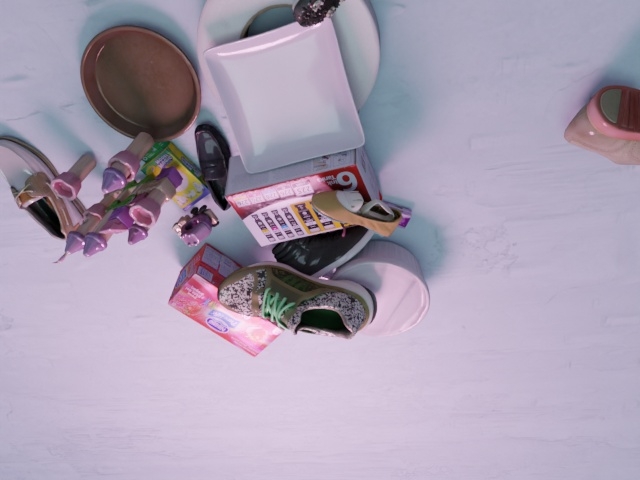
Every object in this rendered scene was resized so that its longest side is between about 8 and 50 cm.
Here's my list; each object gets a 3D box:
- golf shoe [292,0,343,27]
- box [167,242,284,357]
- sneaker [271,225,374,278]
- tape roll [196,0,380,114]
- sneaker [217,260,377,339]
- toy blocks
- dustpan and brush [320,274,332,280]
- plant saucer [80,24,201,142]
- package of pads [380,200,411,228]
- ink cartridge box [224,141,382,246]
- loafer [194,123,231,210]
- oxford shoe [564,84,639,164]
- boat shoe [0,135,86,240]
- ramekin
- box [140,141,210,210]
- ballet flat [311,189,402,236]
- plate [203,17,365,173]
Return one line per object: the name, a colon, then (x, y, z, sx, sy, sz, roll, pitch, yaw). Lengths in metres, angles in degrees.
golf shoe: (0.013, -0.503, 1.082, 0.120, 0.273, 0.105, 33, 163, 4)
box: (-0.251, 0.167, 1.665, 0.299, 0.154, 0.142, 36, 118, -21)
sneaker: (0.000, 0.000, 1.542, 0.295, 0.104, 0.147, -34, 101, 16)
tape roll: (-0.064, -0.400, 1.260, 0.391, 0.072, 0.392, 3, 128, 4)
sneaker: (-0.072, 0.159, 1.463, 0.409, 0.182, 0.158, 6, 107, 11)
toy blocks: (-0.471, -0.045, 1.427, 0.288, 0.260, 0.309, -11, 129, 33)
dustpan and brush: (-0.065, 0.116, 1.663, 0.211, 0.060, 0.147, 39, 122, -21)
plant saucer: (-0.404, -0.354, 1.358, 0.277, 0.041, 0.278, 4, 128, 5)
package of pads: (0.185, -0.064, 1.512, 0.083, 0.032, 0.050, 17, 130, -6)
ink cartridge box: (-0.023, -0.101, 1.409, 0.309, 0.130, 0.272, -12, 142, 16)
loafer: (-0.253, -0.175, 1.452, 0.076, 0.078, 0.223, -6, 126, 11)
oxford shoe: (0.721, -0.224, 1.286, 0.396, 0.141, 0.146, 15, 159, -10)
boat shoe: (-0.729, -0.130, 1.531, 0.113, 0.103, 0.302, -25, 120, 24)
ramekin: (0.155, 0.122, 1.599, 0.272, 0.127, 0.273, 4, 127, 5)
box: (-0.366, -0.167, 1.496, 0.105, 0.043, 0.179, -31, 116, 28)
ballet flat: (0.084, -0.072, 1.286, 0.232, 0.080, 0.073, 17, 131, -38)
plate: (-0.070, -0.299, 1.243, 0.277, 0.045, 0.278, -12, 114, 16)
